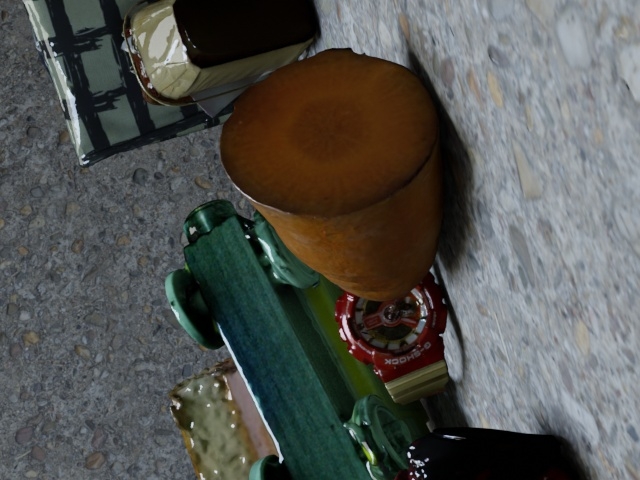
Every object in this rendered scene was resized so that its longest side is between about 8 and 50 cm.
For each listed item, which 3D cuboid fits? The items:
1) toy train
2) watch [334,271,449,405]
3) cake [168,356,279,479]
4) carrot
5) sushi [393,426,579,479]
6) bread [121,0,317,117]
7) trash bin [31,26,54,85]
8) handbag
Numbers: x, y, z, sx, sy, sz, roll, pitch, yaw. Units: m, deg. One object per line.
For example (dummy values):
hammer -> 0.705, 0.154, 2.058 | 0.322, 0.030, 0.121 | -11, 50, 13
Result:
toy train -> -0.004, 0.154, 1.185 | 0.442, 0.179, 0.272 | 62, -164, 18
watch -> 0.073, 0.086, 1.062 | 0.268, 0.102, 0.165 | 65, -176, -72
cake -> -0.037, 0.280, 1.564 | 0.314, 0.306, 0.293 | -174, 63, -83
carrot -> 0.028, -0.029, 0.846 | 0.225, 0.159, 0.159 | 66, -178, -57
sushi -> 0.115, 0.210, 0.739 | 0.172, 0.153, 0.151 | 9, -99, -73
bread -> -0.119, -0.222, 1.220 | 0.212, 0.224, 0.142 | -18, 92, 63
trash bin -> -0.329, -0.410, 1.917 | 0.296, 0.367, 0.256 | 98, 156, -72
handbag -> -0.216, -0.296, 1.411 | 0.162, 0.327, 0.325 | -125, 19, -75
